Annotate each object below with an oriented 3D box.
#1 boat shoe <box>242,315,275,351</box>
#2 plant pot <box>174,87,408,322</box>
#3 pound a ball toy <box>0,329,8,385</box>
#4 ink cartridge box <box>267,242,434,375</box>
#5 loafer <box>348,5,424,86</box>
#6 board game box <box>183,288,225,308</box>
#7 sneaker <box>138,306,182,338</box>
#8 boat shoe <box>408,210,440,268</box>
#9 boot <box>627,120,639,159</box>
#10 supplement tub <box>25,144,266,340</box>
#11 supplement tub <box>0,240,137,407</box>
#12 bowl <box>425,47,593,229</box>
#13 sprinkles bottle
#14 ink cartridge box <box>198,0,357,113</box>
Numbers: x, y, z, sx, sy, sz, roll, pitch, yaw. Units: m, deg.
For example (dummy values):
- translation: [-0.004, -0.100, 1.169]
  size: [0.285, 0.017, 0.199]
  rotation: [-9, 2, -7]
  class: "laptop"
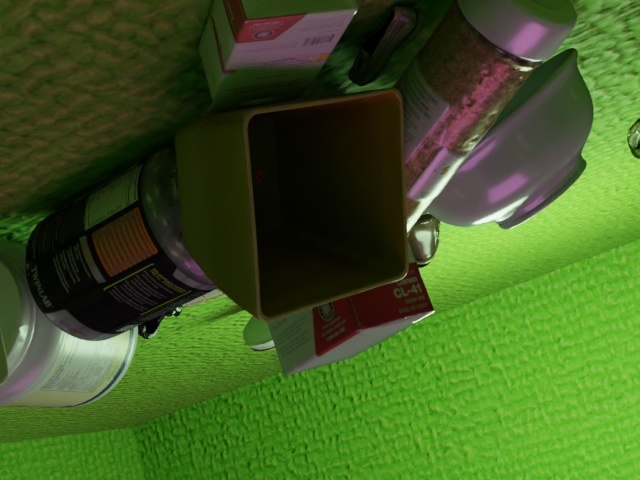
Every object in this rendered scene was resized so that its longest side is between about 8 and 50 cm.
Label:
- translation: [-0.072, 0.162, 2.308]
  size: [0.302, 0.113, 0.103]
  rotation: [-34, 159, 21]
  class: "boat shoe"
- translation: [-0.046, -0.053, 1.087]
  size: [0.212, 0.212, 0.187]
  rotation: [-15, -162, -38]
  class: "plant pot"
- translation: [-0.464, 0.091, 1.111]
  size: [0.135, 0.319, 0.208]
  rotation: [-6, 163, -38]
  class: "pound a ball toy"
- translation: [0.000, 0.000, 1.333]
  size: [0.131, 0.306, 0.226]
  rotation: [-9, 164, -30]
  class: "ink cartridge box"
- translation: [0.065, -0.222, 1.116]
  size: [0.039, 0.045, 0.125]
  rotation: [14, 144, -32]
  class: "loafer"
- translation: [-0.263, 0.090, 1.910]
  size: [0.146, 0.045, 0.193]
  rotation: [-18, 166, 2]
  class: "board game box"
- translation: [-0.355, 0.120, 1.740]
  size: [0.276, 0.135, 0.097]
  rotation: [-20, 168, 18]
  class: "sneaker"
- translation: [0.208, -0.001, 2.007]
  size: [0.095, 0.095, 0.257]
  rotation: [-17, 166, 2]
  class: "boat shoe"
- translation: [0.716, -0.225, 1.765]
  size: [0.269, 0.089, 0.236]
  rotation: [-14, 166, -6]
  class: "boot"
- translation: [-0.220, -0.002, 1.300]
  size: [0.316, 0.194, 0.193]
  rotation: [-24, 164, 31]
  class: "supplement tub"
- translation: [-0.439, 0.128, 1.463]
  size: [0.235, 0.235, 0.325]
  rotation: [-20, 165, 12]
  class: "supplement tub"
- translation: [0.255, -0.109, 1.313]
  size: [0.298, 0.134, 0.298]
  rotation: [-40, -175, 5]
  class: "bowl"
- translation: [0.133, -0.145, 1.109]
  size: [0.121, 0.121, 0.355]
  rotation: [-5, 144, -39]
  class: "sprinkles bottle"
- translation: [-0.052, -0.201, 0.988]
  size: [0.115, 0.067, 0.198]
  rotation: [-12, 165, -22]
  class: "ink cartridge box"
